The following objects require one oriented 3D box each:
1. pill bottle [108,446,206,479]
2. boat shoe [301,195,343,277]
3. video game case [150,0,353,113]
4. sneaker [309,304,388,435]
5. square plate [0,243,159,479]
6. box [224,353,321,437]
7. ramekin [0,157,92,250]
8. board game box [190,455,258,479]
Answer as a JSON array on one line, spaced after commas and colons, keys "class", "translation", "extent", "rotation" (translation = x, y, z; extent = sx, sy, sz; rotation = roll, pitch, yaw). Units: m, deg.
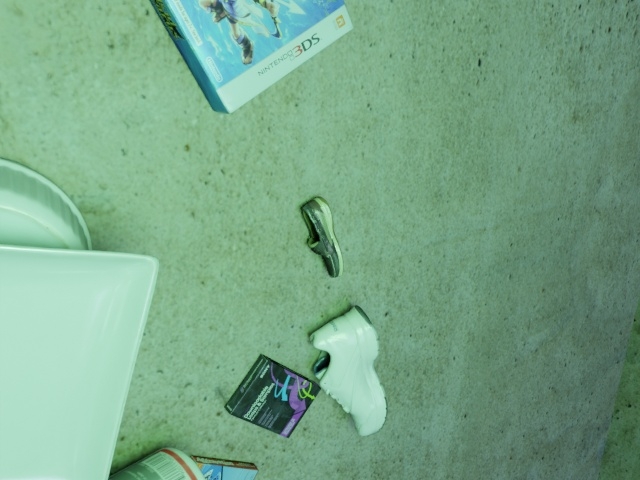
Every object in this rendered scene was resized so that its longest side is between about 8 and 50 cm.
[{"class": "pill bottle", "translation": [-0.304, 0.428, 0.726], "extent": [0.283, 0.161, 0.161], "rotation": [-15, 116, -49]}, {"class": "boat shoe", "translation": [0.000, 0.000, 0.905], "extent": [0.049, 0.056, 0.152], "rotation": [-24, 110, -22]}, {"class": "video game case", "translation": [-0.102, -0.350, 0.692], "extent": [0.244, 0.061, 0.269], "rotation": [-41, 126, -18]}, {"class": "sneaker", "translation": [0.052, 0.268, 1.025], "extent": [0.129, 0.111, 0.297], "rotation": [-18, 114, -13]}, {"class": "square plate", "translation": [-0.372, 0.155, 0.525], "extent": [0.347, 0.049, 0.344], "rotation": [9, 102, -38]}, {"class": "box", "translation": [-0.084, 0.292, 0.963], "extent": [0.162, 0.029, 0.116], "rotation": [39, 83, -38]}, {"class": "ramekin", "translation": [-0.390, 0.043, 0.583], "extent": [0.273, 0.127, 0.272], "rotation": [-14, 114, -33]}, {"class": "board game box", "translation": [-0.236, 0.528, 0.941], "extent": [0.145, 0.027, 0.281], "rotation": [29, 89, -41]}]
